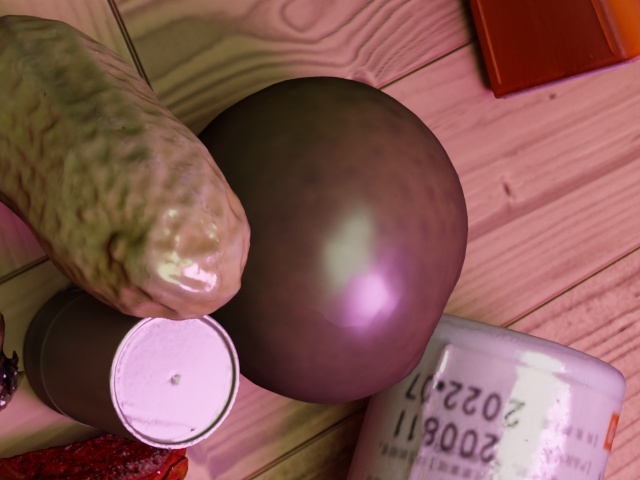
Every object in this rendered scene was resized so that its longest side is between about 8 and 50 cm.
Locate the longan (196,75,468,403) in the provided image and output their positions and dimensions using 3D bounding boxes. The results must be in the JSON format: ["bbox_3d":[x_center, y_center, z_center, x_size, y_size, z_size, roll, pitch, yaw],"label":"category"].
[{"bbox_3d":[0.000,0.000,1.531,0.258,0.258,0.258,-1,92,-28],"label":"longan"}]

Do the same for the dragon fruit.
[{"bbox_3d":[-0.167,0.214,1.533,0.162,0.083,0.106,-12,123,-28],"label":"dragon fruit"}]

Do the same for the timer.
[{"bbox_3d":[0.280,-0.246,1.672,0.250,0.257,0.161,-20,94,-24],"label":"timer"}]

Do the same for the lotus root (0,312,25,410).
[{"bbox_3d":[-0.344,0.055,1.409,0.314,0.141,0.169,37,78,-24],"label":"lotus root"}]

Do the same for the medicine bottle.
[{"bbox_3d":[0.112,0.260,1.622,0.211,0.211,0.371,20,82,-27],"label":"medicine bottle"}]

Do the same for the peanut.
[{"bbox_3d":[-0.163,-0.053,1.427,0.152,0.313,0.152,-26,137,-27],"label":"peanut"}]

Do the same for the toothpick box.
[{"bbox_3d":[-0.149,0.096,1.494,0.111,0.180,0.111,-2,95,-28],"label":"toothpick box"}]
